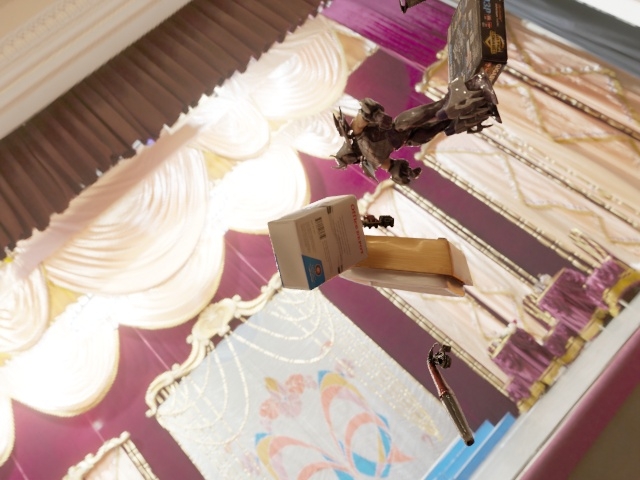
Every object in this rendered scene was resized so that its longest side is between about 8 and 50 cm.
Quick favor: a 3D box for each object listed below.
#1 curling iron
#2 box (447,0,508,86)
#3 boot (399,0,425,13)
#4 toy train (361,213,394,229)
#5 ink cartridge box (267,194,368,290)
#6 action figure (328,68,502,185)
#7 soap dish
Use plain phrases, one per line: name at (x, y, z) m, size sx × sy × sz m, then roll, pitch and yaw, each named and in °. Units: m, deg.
curling iron at (0.246, 0.288, 0.999) m, size 0.274 × 0.035 × 0.068 m, roll -86°, pitch 11°, yaw -67°
box at (0.292, -0.374, 0.985) m, size 0.175 × 0.051 × 0.220 m, roll 103°, pitch 171°, yaw -70°
boot at (0.187, -0.496, 0.759) m, size 0.263 × 0.229 × 0.091 m, roll -24°, pitch 20°, yaw 33°
toy train at (0.120, -0.046, 1.255) m, size 0.158 × 0.027 × 0.036 m, roll -4°, pitch -76°, yaw -37°
ink cartridge box at (0.000, 0.000, 1.096) m, size 0.203 × 0.086 × 0.148 m, roll -25°, pitch -73°, yaw -47°
action figure at (0.141, -0.178, 0.844) m, size 0.285 × 0.099 × 0.185 m, roll -21°, pitch -33°, yaw 19°
soap dish at (0.208, 0.059, 1.268) m, size 0.229 × 0.290 × 0.118 m, roll 23°, pitch -106°, yaw -60°
